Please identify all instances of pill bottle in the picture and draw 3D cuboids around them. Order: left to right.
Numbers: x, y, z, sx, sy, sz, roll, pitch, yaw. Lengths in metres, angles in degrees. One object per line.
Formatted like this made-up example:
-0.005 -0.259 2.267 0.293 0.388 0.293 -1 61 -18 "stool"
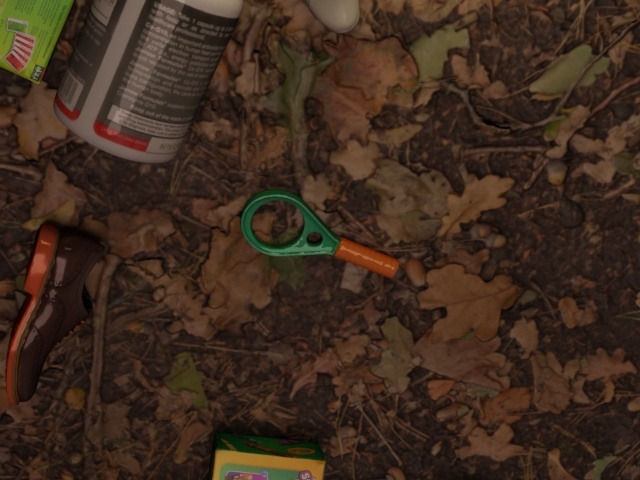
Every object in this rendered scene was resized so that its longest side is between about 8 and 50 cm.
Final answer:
-0.188 -0.247 1.157 0.161 0.161 0.283 23 111 -15 "pill bottle"

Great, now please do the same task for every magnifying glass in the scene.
0.000 0.000 1.367 0.231 0.026 0.092 21 111 -15 "magnifying glass"

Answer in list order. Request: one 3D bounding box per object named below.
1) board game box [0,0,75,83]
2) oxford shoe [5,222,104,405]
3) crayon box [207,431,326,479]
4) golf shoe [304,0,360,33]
-0.343 -0.290 1.187 0.092 0.043 0.181 24 111 -16 "board game box"
-0.364 0.113 1.349 0.098 0.097 0.271 13 113 -18 "oxford shoe"
-0.095 0.439 1.486 0.165 0.081 0.278 8 94 -9 "crayon box"
0.002 -0.321 1.182 0.069 0.086 0.176 -23 117 4 "golf shoe"
